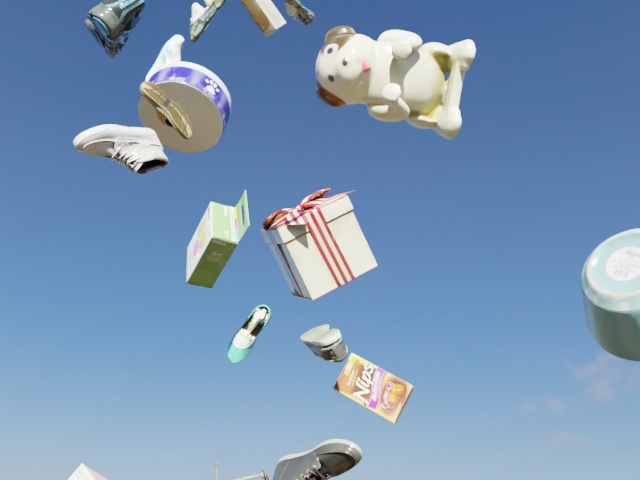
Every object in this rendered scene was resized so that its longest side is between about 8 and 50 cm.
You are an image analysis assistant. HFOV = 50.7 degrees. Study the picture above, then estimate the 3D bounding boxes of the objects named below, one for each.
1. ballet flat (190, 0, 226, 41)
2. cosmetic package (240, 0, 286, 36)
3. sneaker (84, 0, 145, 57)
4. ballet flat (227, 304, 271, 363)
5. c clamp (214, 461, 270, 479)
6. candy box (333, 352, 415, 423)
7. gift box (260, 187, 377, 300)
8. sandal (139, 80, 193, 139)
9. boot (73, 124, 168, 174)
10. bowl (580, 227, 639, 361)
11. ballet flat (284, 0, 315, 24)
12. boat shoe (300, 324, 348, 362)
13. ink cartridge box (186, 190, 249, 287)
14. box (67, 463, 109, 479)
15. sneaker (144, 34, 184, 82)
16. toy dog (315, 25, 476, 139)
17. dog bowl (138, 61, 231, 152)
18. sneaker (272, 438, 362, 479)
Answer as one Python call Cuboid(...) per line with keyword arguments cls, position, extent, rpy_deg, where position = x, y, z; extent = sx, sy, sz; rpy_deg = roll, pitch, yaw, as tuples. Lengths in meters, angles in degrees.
Cuboid(cls="ballet flat", position=(-0.281, -0.580, 1.670), extent=(0.070, 0.188, 0.070), rpy_deg=(33, -9, 6))
Cuboid(cls="cosmetic package", position=(-0.143, -0.568, 1.672), extent=(0.041, 0.060, 0.115), rpy_deg=(-27, -76, 39))
Cuboid(cls="sneaker", position=(-0.551, -0.589, 1.839), extent=(0.125, 0.139, 0.341), rpy_deg=(52, -12, -22))
Cuboid(cls="ballet flat", position=(-0.255, 0.321, 2.398), extent=(0.083, 0.247, 0.087), rpy_deg=(27, -34, 12))
Cuboid(cls="c clamp", position=(-0.194, 0.622, 1.709), extent=(0.160, 0.137, 0.022), rpy_deg=(3, 7, -27))
Cuboid(cls="candy box", position=(0.140, 0.388, 1.774), extent=(0.186, 0.109, 0.053), rpy_deg=(25, -8, 22))
Cuboid(cls="gift box", position=(0.000, 0.000, 1.921), extent=(0.255, 0.258, 0.276), rpy_deg=(-28, 6, -21))
Cuboid(cls="sandal", position=(-0.398, -0.330, 1.737), extent=(0.049, 0.072, 0.180), rpy_deg=(-34, -70, 34))
Cuboid(cls="boot", position=(-0.531, -0.241, 1.837), extent=(0.258, 0.123, 0.095), rpy_deg=(-15, -23, -48))
Cuboid(cls="bowl", position=(0.712, 0.096, 1.503), extent=(0.311, 0.311, 0.163), rpy_deg=(-17, -47, 39))
Cuboid(cls="ballet flat", position=(-0.052, -0.502, 1.471), extent=(0.041, 0.041, 0.114), rpy_deg=(-10, -17, 29))
Cuboid(cls="boat shoe", position=(0.008, 0.260, 1.691), extent=(0.081, 0.069, 0.228), rpy_deg=(-28, 5, -12))
Cuboid(cls="ink cartridge box", position=(-0.223, -0.007, 1.442), extent=(0.062, 0.109, 0.209), rpy_deg=(16, -49, -24))
Cuboid(cls="box", position=(-0.681, 0.811, 1.943), extent=(0.117, 0.243, 0.213), rpy_deg=(23, -24, 48))
Cuboid(cls="sneaker", position=(-0.476, -0.546, 2.134), extent=(0.092, 0.229, 0.087), rpy_deg=(25, -20, -10))
Cuboid(cls="toy dog", position=(0.187, -0.495, 1.979), extent=(0.408, 0.284, 0.395), rpy_deg=(6, 20, -21))
Cuboid(cls="dog bowl", position=(-0.406, -0.396, 2.029), extent=(0.265, 0.104, 0.265), rpy_deg=(6, -43, 5))
Cuboid(cls="sneaker", position=(-0.012, 0.505, 1.432), extent=(0.222, 0.118, 0.083), rpy_deg=(-28, -71, 28))
